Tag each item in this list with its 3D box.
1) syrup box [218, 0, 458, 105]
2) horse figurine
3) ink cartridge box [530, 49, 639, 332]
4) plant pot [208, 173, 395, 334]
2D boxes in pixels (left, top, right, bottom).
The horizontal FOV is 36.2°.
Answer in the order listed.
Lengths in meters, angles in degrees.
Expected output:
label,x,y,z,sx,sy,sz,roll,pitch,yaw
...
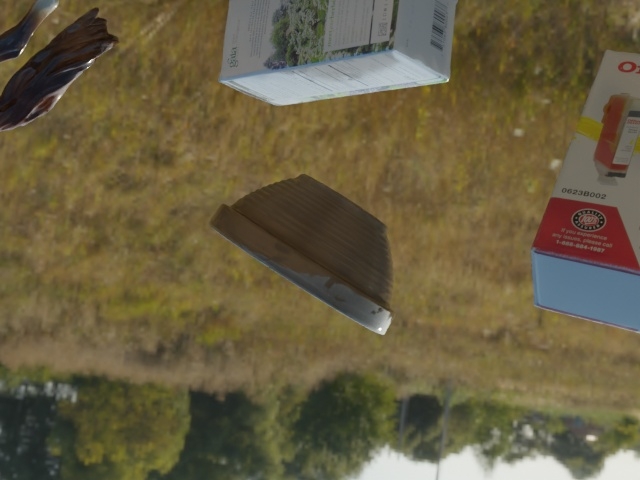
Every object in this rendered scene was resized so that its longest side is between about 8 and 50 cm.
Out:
label,x,y,z,sx,sy,sz,roll,pitch,yaw
syrup box,0.012,-0.204,0.992,0.237,0.093,0.096,-1,168,42
horse figurine,-0.248,-0.123,0.527,0.263,0.066,0.174,24,122,-25
ink cartridge box,0.484,-0.069,1.368,0.279,0.384,0.160,13,149,25
plant pot,0.000,0.000,1.115,0.237,0.109,0.237,32,-179,0
